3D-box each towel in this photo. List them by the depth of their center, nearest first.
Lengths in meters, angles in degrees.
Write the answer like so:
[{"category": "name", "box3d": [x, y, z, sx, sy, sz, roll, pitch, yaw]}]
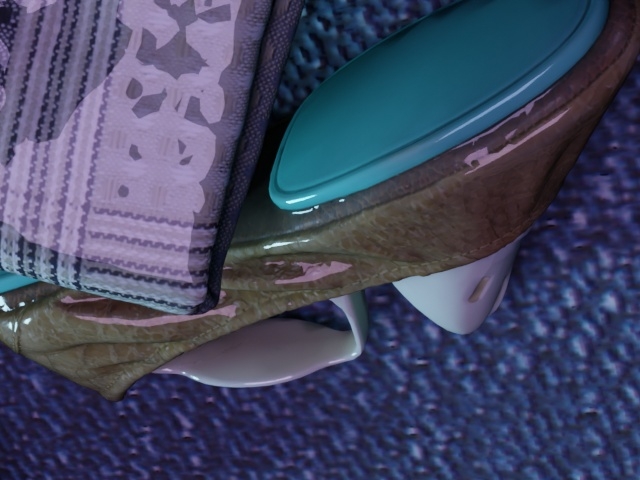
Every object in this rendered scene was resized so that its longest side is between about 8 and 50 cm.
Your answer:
[{"category": "towel", "box3d": [-0.143, -0.160, 0.449, 0.312, 0.056, 0.324, 17, 101, 7]}]

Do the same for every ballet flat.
[{"category": "ballet flat", "box3d": [0.000, 0.000, 0.569, 0.342, 0.116, 0.124, -23, 122, 29]}]
